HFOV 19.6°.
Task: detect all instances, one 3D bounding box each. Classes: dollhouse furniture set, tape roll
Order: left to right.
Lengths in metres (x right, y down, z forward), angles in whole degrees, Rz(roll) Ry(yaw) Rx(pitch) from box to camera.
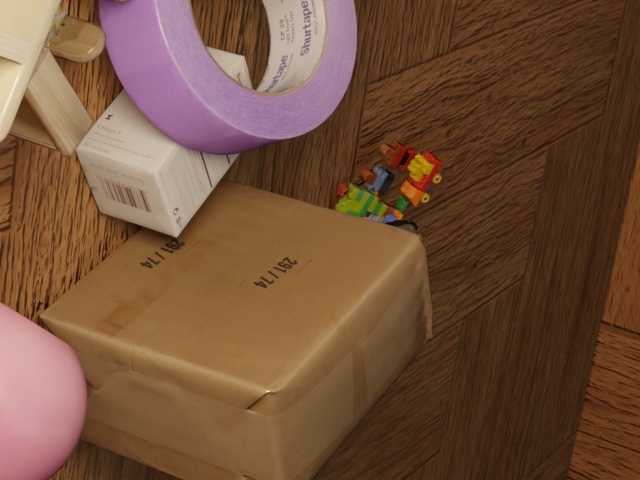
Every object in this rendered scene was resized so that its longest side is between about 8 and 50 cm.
[{"bbox_3d":[-0.242,-0.218,1.633,0.242,0.161,0.212,-61,153,-21],"label":"dollhouse furniture set"},{"bbox_3d":[-0.089,-0.228,1.874,0.274,0.090,0.275,12,73,-42],"label":"tape roll"}]

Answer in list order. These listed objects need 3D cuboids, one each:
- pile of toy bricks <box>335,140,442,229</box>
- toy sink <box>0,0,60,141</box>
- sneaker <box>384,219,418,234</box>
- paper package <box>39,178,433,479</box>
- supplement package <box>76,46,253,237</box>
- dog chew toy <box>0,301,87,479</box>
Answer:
[{"bbox_3d":[0.062,-0.044,2.486,0.105,0.118,0.212,20,107,-38],"label":"pile of toy bricks"},{"bbox_3d":[-0.280,-0.208,1.336,0.131,0.152,0.234,17,97,-64],"label":"toy sink"},{"bbox_3d":[0.000,0.000,2.273,0.087,0.227,0.130,59,9,-65],"label":"sneaker"},{"bbox_3d":[-0.087,0.099,2.000,0.325,0.309,0.168,-46,143,-44],"label":"paper package"},{"bbox_3d":[-0.157,-0.111,1.953,0.179,0.105,0.105,-56,149,-31],"label":"supplement package"},{"bbox_3d":[-0.356,0.211,1.675,0.332,0.206,0.206,-59,154,-7],"label":"dog chew toy"}]
